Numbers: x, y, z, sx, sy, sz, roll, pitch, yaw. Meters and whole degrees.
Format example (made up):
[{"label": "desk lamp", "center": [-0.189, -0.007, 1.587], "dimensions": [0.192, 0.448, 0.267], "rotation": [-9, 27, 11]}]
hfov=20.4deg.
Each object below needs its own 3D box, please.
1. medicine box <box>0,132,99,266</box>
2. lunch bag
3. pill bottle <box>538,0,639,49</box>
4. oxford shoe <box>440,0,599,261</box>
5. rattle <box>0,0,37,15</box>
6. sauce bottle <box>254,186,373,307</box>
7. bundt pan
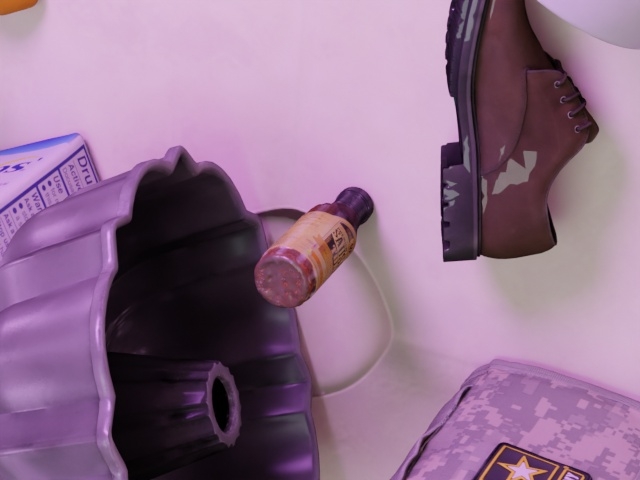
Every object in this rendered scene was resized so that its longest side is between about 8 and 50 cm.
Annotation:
[{"label": "medicine box", "center": [-0.240, 0.107, 1.218], "dimensions": [0.149, 0.289, 0.263], "rotation": [-10, 110, 27]}, {"label": "lunch bag", "center": [0.156, 0.228, 1.124], "dimensions": [0.287, 0.235, 0.169], "rotation": [46, 131, -3]}, {"label": "pill bottle", "center": [0.222, -0.258, 0.871], "dimensions": [0.188, 0.188, 0.334], "rotation": [41, 125, 1]}, {"label": "oxford shoe", "center": [0.122, -0.096, 1.082], "dimensions": [0.096, 0.083, 0.227], "rotation": [1, 117, 4]}, {"label": "rattle", "center": [-0.306, -0.225, 1.239], "dimensions": [0.199, 0.143, 0.130], "rotation": [1, 84, 42]}, {"label": "sauce bottle", "center": [0.000, 0.000, 1.146], "dimensions": [0.042, 0.128, 0.042], "rotation": [12, 120, 20]}, {"label": "bundt pan", "center": [-0.115, 0.113, 1.128], "dimensions": [0.124, 0.331, 0.331], "rotation": [-11, 110, 18]}]
